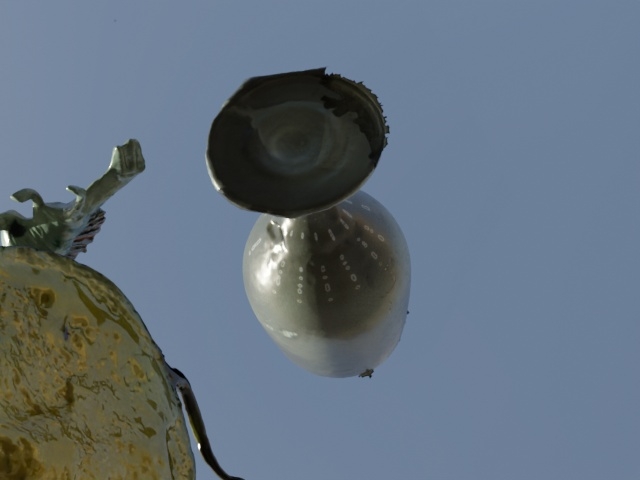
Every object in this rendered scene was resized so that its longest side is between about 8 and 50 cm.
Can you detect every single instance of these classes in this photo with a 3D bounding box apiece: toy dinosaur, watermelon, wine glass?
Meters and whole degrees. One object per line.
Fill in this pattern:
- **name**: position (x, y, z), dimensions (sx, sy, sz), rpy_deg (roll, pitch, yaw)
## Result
- **toy dinosaur**: position (-0.172, 0.008, 0.758), dimensions (0.044, 0.106, 0.187), rpy_deg (43, -47, 18)
- **watermelon**: position (-0.164, 0.113, 0.652), dimensions (0.127, 0.232, 0.204), rpy_deg (-29, -86, 25)
- **wine glass**: position (0.000, 0.000, 0.868), dimensions (0.126, 0.126, 0.241), rpy_deg (-24, -34, -5)
